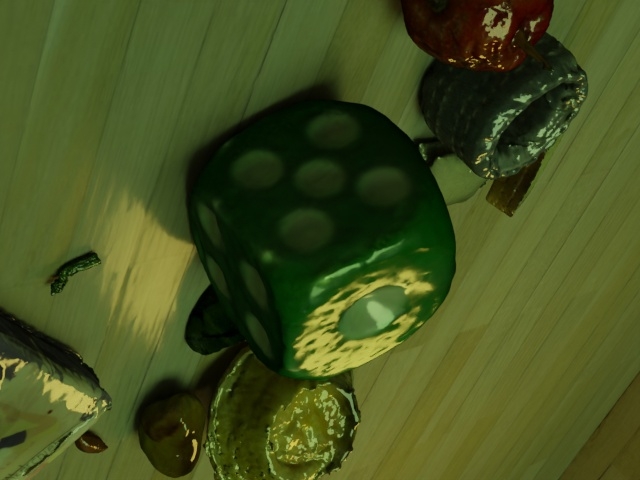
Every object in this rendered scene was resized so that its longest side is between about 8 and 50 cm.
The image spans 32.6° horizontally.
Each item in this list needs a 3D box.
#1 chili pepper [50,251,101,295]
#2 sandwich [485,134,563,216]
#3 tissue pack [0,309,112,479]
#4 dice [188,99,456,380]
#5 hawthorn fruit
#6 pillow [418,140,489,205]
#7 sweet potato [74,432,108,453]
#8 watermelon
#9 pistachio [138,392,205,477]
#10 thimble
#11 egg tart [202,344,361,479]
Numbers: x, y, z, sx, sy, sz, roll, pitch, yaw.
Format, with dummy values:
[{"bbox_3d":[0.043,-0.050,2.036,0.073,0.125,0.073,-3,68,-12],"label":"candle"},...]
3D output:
[{"bbox_3d":[-0.338,0.044,1.490,0.083,0.022,0.027,-38,148,-14],"label":"chili pepper"},{"bbox_3d":[0.376,-0.162,1.934,0.186,0.065,0.214,-48,164,-46],"label":"sandwich"},{"bbox_3d":[-0.460,0.219,1.473,0.242,0.125,0.343,-41,152,-3],"label":"tissue pack"},{"bbox_3d":[0.000,0.000,1.552,0.287,0.300,0.297,-27,148,-18],"label":"dice"},{"bbox_3d":[0.230,-0.307,1.470,0.207,0.243,0.207,-30,150,-19],"label":"hawthorn fruit"},{"bbox_3d":[0.219,-0.113,1.869,0.181,0.078,0.134,-9,138,-42],"label":"pillow"},{"bbox_3d":[-0.380,0.336,1.806,0.034,0.034,0.095,-42,149,0],"label":"sweet potato"},{"bbox_3d":[-0.090,0.079,1.776,0.301,0.123,0.129,-35,-179,-12],"label":"watermelon"},{"bbox_3d":[-0.251,0.321,1.877,0.110,0.100,0.189,-45,149,-42],"label":"pistachio"},{"bbox_3d":[0.283,-0.227,1.709,0.236,0.172,0.205,-48,152,15],"label":"thimble"},{"bbox_3d":[-0.049,0.322,1.955,0.345,0.132,0.345,-11,110,-33],"label":"egg tart"}]
